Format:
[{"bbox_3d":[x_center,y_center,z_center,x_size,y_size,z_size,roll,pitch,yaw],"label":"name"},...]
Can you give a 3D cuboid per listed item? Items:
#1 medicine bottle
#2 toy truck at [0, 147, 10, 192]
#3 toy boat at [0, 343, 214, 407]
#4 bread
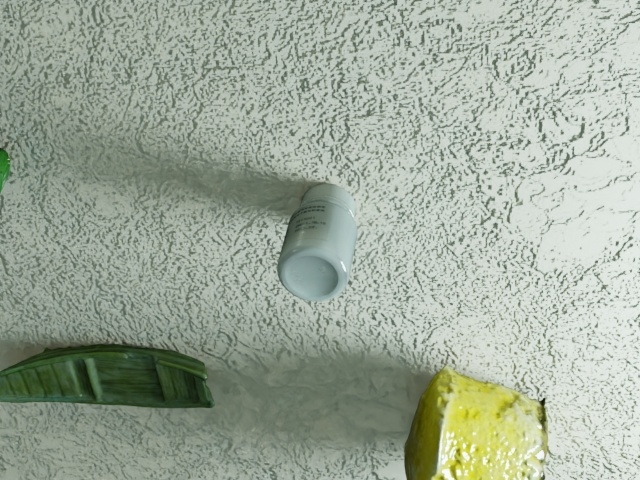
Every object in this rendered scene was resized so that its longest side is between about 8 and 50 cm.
[{"bbox_3d":[0.000,0.000,1.517,0.080,0.130,0.080,5,127,7],"label":"medicine bottle"},{"bbox_3d":[-0.482,-0.097,1.551,0.243,0.101,0.125,24,124,-12],"label":"toy truck"},{"bbox_3d":[-0.279,0.175,1.755,0.293,0.055,0.093,0,128,10],"label":"toy boat"},{"bbox_3d":[0.186,0.255,1.649,0.171,0.197,0.197,8,129,-2],"label":"bread"}]
